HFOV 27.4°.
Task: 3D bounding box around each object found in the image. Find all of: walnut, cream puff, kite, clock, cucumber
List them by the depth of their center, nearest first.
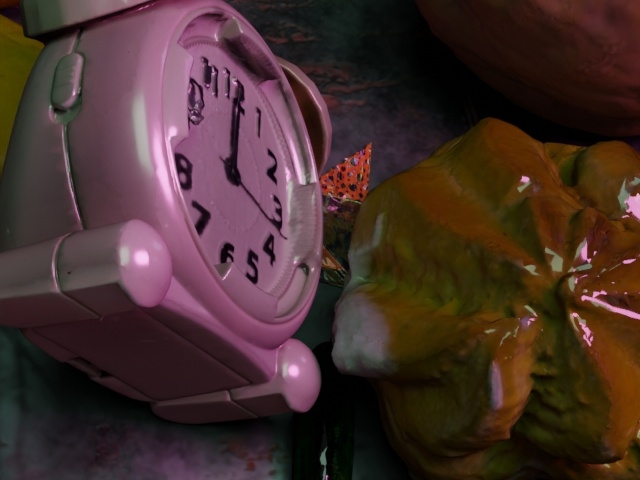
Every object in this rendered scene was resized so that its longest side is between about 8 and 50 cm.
[{"bbox_3d":[-0.112,-0.052,1.026,0.184,0.342,0.326,-5,64,21],"label":"clock"},{"bbox_3d":[0.005,0.202,1.060,0.056,0.056,0.284,5,55,-11],"label":"cucumber"},{"bbox_3d":[0.194,0.046,1.067,0.378,0.275,0.378,7,57,-10],"label":"cream puff"},{"bbox_3d":[0.000,0.000,1.203,0.222,0.008,0.125,-31,74,-26],"label":"kite"},{"bbox_3d":[0.271,-0.277,1.243,0.381,0.381,0.381,6,60,-10],"label":"walnut"}]

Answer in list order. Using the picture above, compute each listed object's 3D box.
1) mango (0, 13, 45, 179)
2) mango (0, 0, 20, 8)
[{"bbox_3d":[-0.278,-0.099,1.132,0.176,0.119,0.317,-21,61,-24],"label":"mango"},{"bbox_3d":[-0.318,-0.280,1.218,0.227,0.136,0.099,-5,19,-26],"label":"mango"}]
